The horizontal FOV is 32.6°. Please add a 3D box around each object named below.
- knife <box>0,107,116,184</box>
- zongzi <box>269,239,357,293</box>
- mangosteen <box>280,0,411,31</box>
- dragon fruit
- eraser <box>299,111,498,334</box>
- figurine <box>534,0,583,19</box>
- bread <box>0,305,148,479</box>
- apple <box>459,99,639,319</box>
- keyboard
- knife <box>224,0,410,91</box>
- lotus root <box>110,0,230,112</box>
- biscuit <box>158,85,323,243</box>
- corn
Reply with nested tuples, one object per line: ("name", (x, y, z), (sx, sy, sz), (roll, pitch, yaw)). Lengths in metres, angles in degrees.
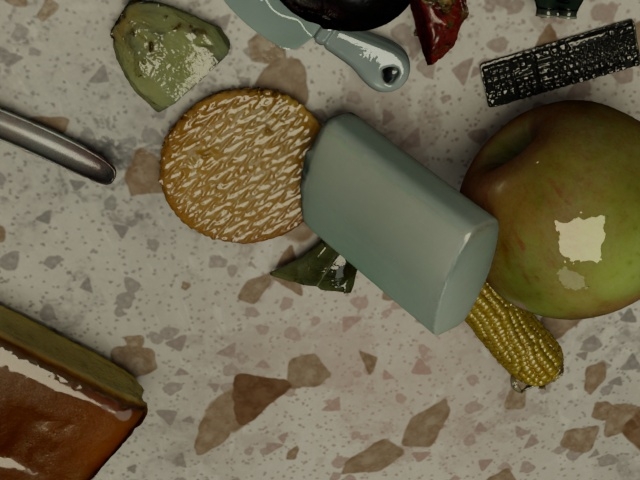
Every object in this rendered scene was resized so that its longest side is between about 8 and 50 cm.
("knife", (-0.408, -0.155, 1.515), (0.278, 0.053, 0.123), (23, 112, -25))
("zongzi", (0.000, 0.000, 1.657), (0.131, 0.062, 0.154), (13, 110, -1))
("mangosteen", (0.039, -0.389, 1.377), (0.211, 0.211, 0.249), (18, 89, -16))
("dragon fruit", (0.164, -0.310, 1.477), (0.083, 0.106, 0.162), (-14, 116, -1))
("eraser", (0.099, -0.027, 1.505), (0.104, 0.290, 0.189), (-17, 135, -40))
("figurine", (0.326, -0.391, 1.449), (0.147, 0.126, 0.192), (8, 106, 9))
("bread", (-0.486, 0.279, 1.693), (0.333, 0.143, 0.323), (30, 110, -20))
("apple", (0.348, -0.050, 1.526), (0.319, 0.319, 0.277), (-31, 116, 10))
("keyboard", (0.347, -0.253, 1.578), (0.231, 0.023, 0.072), (-16, 117, 2))
("knife", (-0.028, -0.294, 1.504), (0.331, 0.044, 0.080), (25, 120, -13))
("lotus root", (-0.216, -0.254, 1.477), (0.144, 0.070, 0.143), (36, 108, -22))
("biscuit", (-0.108, -0.106, 1.592), (0.254, 0.035, 0.253), (-4, 118, -7))
("corn", (0.281, 0.122, 1.733), (0.106, 0.106, 0.293), (-37, 112, 12))
